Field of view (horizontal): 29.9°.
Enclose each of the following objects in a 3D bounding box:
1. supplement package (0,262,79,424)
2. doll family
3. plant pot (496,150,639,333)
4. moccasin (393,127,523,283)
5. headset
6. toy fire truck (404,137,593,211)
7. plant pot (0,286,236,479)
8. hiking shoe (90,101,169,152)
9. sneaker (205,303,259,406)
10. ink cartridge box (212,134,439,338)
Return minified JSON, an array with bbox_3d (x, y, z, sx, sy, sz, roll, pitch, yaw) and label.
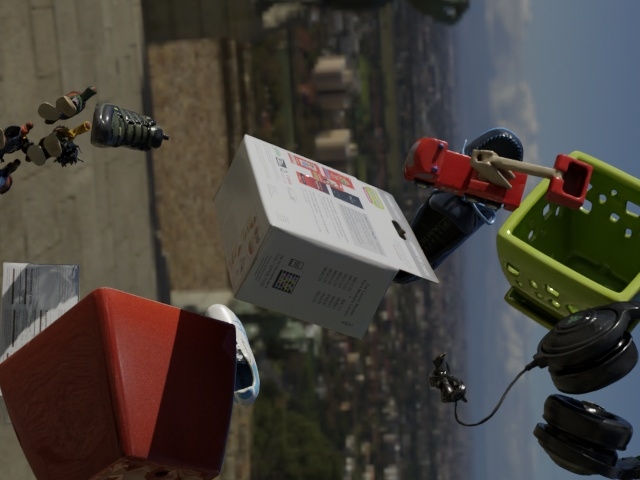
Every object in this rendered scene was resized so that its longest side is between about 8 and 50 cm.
[{"bbox_3d":[-0.535,0.201,2.296,0.204,0.145,0.262,114,-25,-64],"label":"supplement package"},{"bbox_3d":[-0.315,-0.097,1.285,0.111,0.193,0.076,-98,163,-78],"label":"doll family"},{"bbox_3d":[0.419,0.035,1.864,0.228,0.227,0.207,-44,150,-26],"label":"plant pot"},{"bbox_3d":[0.245,-0.044,2.133,0.342,0.138,0.117,-56,180,17],"label":"moccasin"},{"bbox_3d":[0.357,0.204,1.679,0.185,0.394,0.243,-138,-132,-78],"label":"headset"},{"bbox_3d":[0.194,-0.076,1.350,0.135,0.192,0.047,113,-6,-79],"label":"toy fire truck"},{"bbox_3d":[-0.282,0.258,1.753,0.267,0.267,0.235,20,45,-44],"label":"plant pot"},{"bbox_3d":[-0.352,-0.209,2.231,0.227,0.114,0.086,-41,140,-79],"label":"hiking shoe"},{"bbox_3d":[-0.186,0.236,2.554,0.086,0.085,0.237,103,-32,-63],"label":"sneaker"},{"bbox_3d":[0.000,0.000,1.787,0.130,0.272,0.309,-62,-159,21],"label":"ink cartridge box"}]
